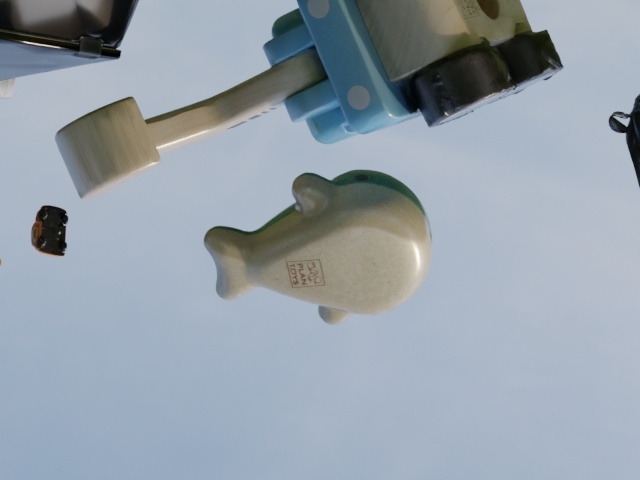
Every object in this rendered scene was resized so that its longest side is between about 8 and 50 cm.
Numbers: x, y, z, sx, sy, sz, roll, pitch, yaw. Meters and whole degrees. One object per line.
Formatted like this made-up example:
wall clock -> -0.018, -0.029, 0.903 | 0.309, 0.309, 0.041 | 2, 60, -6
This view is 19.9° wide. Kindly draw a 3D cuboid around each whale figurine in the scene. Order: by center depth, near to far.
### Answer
whale figurine -> 0.000, 0.000, 2.212 | 0.272, 0.216, 0.141 | -8, -147, 10

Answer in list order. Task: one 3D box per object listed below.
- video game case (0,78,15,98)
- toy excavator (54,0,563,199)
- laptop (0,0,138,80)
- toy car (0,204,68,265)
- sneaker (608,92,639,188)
video game case -> -0.613, -0.238, 2.354 | 0.329, 0.036, 0.300 | 17, -170, 37
toy excavator -> -0.015, -0.179, 2.017 | 0.445, 0.222, 0.433 | -25, 179, 31
laptop -> -0.400, -0.329, 1.983 | 0.382, 0.236, 0.408 | 6, 174, -42
toy car -> -0.334, -0.003, 2.006 | 0.122, 0.060, 0.040 | -10, 174, -41
sneaker -> 0.427, -0.080, 1.899 | 0.268, 0.153, 0.101 | 42, -140, 0
